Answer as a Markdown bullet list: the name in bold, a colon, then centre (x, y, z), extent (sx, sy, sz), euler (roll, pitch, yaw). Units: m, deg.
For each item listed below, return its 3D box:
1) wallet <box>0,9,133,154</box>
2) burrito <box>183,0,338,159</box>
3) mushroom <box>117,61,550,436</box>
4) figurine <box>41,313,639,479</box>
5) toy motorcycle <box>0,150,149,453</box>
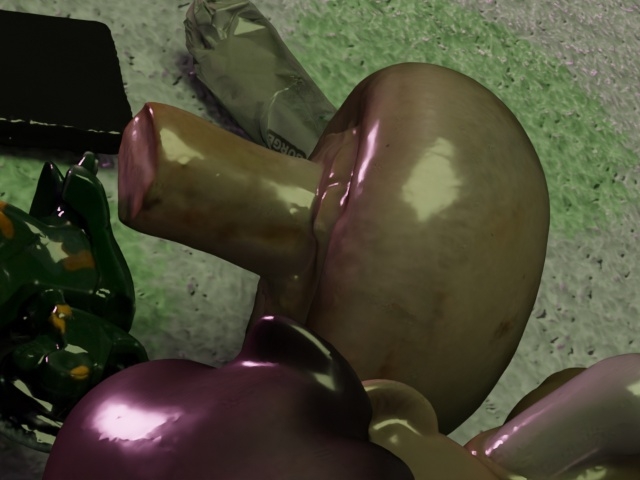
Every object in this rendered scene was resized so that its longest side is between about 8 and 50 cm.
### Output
- **wallet**: centre (-0.231, -0.105, 0.925), extent (0.244, 0.025, 0.124), euler (6, 42, -23)
- **burrito**: centre (-0.019, -0.078, 1.002), extent (0.064, 0.064, 0.203), euler (-16, 57, -43)
- **mushroom**: centre (0.000, 0.000, 0.796), extent (0.215, 0.207, 0.207), euler (21, 37, -17)
- **figurine**: centre (0.050, 0.147, 0.643), extent (0.365, 0.218, 0.206), euler (-3, 46, -28)
- **toy motorcycle**: centre (-0.201, 0.010, 0.730), extent (0.275, 0.125, 0.187), euler (18, 28, -6)
